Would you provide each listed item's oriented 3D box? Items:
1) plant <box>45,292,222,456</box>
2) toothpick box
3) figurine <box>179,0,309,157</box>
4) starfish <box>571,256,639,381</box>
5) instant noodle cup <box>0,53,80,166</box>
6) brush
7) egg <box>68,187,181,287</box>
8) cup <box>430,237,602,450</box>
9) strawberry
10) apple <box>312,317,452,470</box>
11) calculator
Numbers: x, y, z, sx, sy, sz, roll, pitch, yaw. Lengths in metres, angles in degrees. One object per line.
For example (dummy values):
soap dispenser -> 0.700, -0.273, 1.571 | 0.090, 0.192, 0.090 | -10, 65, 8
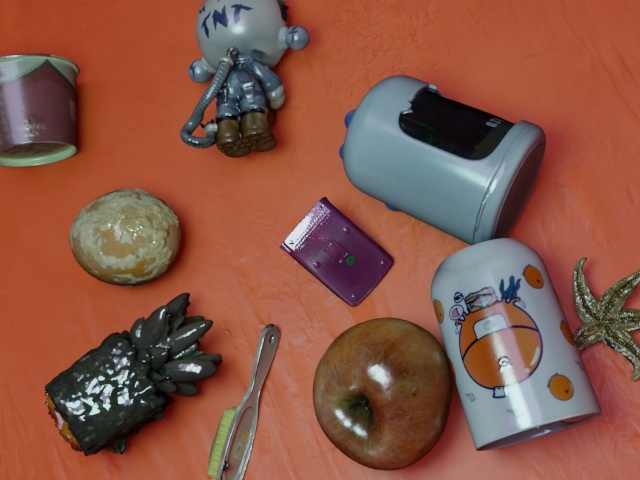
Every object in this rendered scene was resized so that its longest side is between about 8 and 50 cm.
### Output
plant -> -0.324, 0.242, 1.718 | 0.320, 0.194, 0.182 | -30, 82, -19
toothpick box -> 0.193, -0.144, 1.699 | 0.354, 0.263, 0.263 | 27, 83, 20
figurine -> -0.144, -0.348, 1.863 | 0.261, 0.186, 0.382 | -8, 69, 7
starfish -> 0.487, 0.142, 1.633 | 0.238, 0.057, 0.213 | -44, 74, 12
instant noodle cup -> -0.600, -0.260, 1.944 | 0.234, 0.235, 0.178 | -12, 83, 11
brush -> -0.147, 0.300, 1.751 | 0.067, 0.072, 0.313 | 9, 77, 31
egg -> -0.376, -0.005, 1.824 | 0.233, 0.195, 0.195 | -16, 71, 31
cup -> 0.313, 0.169, 1.590 | 0.212, 0.212, 0.317 | -19, 70, 9
strawberry -> -0.429, 0.335, 1.797 | 0.192, 0.085, 0.140 | 1, 67, 4
apple -> 0.114, 0.257, 1.615 | 0.253, 0.253, 0.254 | -4, 75, 14
calculator -> 0.034, 0.024, 1.742 | 0.190, 0.034, 0.127 | 41, 89, -13
